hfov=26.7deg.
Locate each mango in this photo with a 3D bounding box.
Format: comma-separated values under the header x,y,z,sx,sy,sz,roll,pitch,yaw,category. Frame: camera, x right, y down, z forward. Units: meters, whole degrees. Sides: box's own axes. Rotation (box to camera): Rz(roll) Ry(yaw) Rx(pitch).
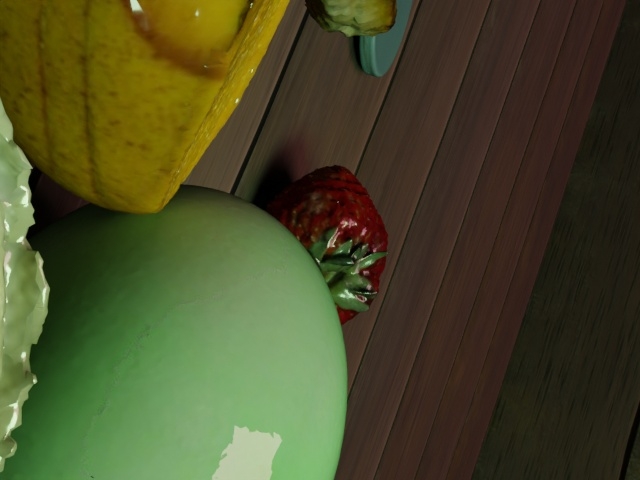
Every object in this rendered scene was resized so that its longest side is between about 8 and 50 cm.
x,y,z,sx,sy,sz,roll,pitch,yaw,category
-0.081,-0.158,0.588,0.201,0.199,0.350,-27,146,-36,mango

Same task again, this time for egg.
x,y,z,sx,sy,sz,roll,pitch,yaw,category
-0.097,0.094,0.725,0.220,0.220,0.270,73,37,-60,egg

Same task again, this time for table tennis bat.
x,y,z,sx,sy,sz,roll,pitch,yaw,category
0.063,-0.246,1.259,0.244,0.040,0.153,63,44,-71,table tennis bat

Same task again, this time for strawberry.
x,y,z,sx,sy,sz,roll,pitch,yaw,category
-0.005,-0.001,1.145,0.148,0.131,0.131,-116,-161,-46,strawberry

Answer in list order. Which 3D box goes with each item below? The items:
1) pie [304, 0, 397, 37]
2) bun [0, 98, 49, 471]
x,y,z,sx,sy,sz,roll,pitch,yaw,category
0.016,-0.275,0.833,0.315,0.092,0.315,0,90,-89,pie
-0.209,0.041,0.456,0.259,0.152,0.259,10,90,-75,bun
